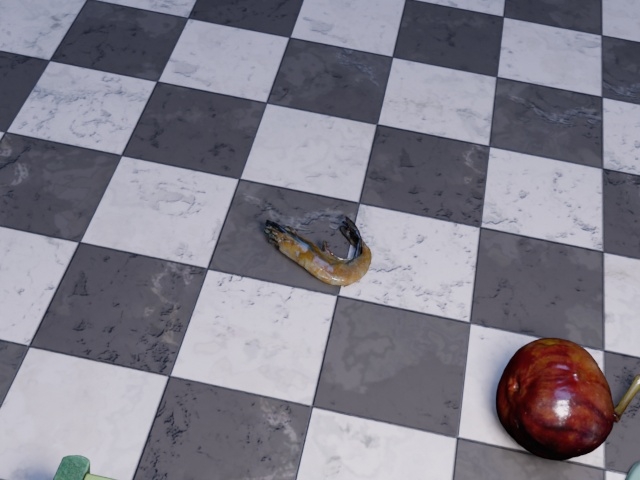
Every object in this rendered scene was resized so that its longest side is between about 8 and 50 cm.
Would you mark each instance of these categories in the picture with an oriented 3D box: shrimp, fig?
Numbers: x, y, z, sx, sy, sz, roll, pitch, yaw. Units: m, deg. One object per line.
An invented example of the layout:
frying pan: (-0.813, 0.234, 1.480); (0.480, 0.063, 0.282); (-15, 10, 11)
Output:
shrimp: (0.000, 0.000, 1.920); (0.219, 0.046, 0.152); (30, 52, 14)
fig: (0.415, 0.281, 1.653); (0.249, 0.186, 0.204); (30, 27, -24)

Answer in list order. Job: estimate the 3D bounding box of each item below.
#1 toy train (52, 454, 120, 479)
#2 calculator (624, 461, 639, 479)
toy train: (-0.265, 0.454, 1.411); (0.396, 0.160, 0.253); (11, 41, 2)
calculator: (0.543, 0.411, 1.632); (0.095, 0.021, 0.153); (28, 54, 17)
